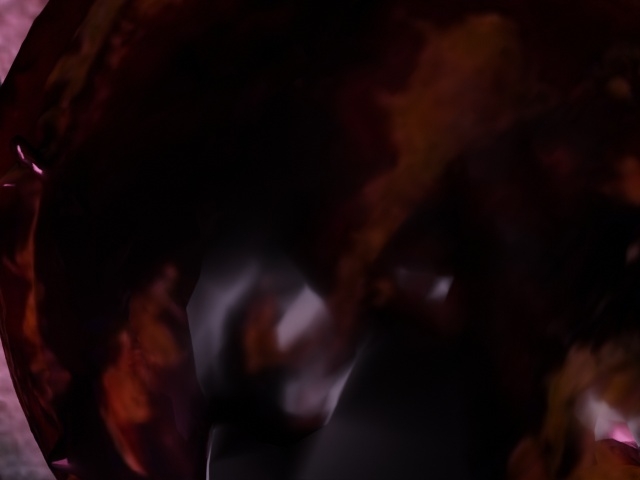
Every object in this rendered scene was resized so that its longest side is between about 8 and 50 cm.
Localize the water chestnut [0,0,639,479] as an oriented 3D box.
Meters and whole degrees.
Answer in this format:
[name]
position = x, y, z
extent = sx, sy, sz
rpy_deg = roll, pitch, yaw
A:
[water chestnut]
position = 0.000, 0.000, 0.676
extent = 0.335, 0.347, 0.335
rpy_deg = -8, 104, -32
